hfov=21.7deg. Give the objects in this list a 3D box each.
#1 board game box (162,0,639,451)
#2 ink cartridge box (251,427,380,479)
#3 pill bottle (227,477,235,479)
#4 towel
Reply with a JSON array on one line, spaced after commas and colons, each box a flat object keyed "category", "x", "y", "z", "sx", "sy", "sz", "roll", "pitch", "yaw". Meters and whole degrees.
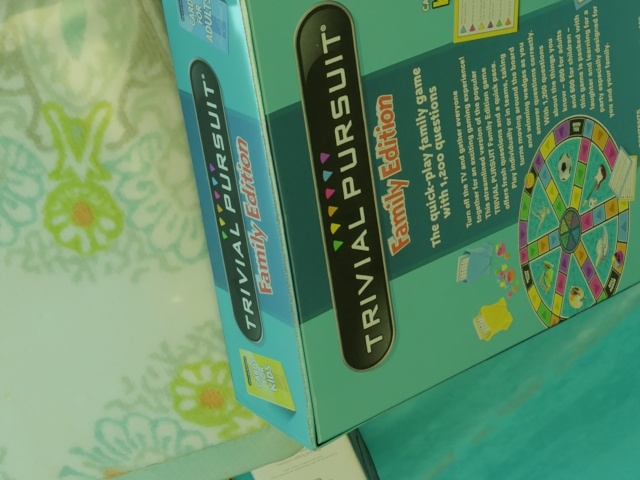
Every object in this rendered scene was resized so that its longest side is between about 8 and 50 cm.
[{"category": "board game box", "x": 0.092, "y": -0.076, "z": 0.883, "sx": 0.336, "sy": 0.079, "sz": 0.253, "roll": -23, "pitch": 119, "yaw": -28}, {"category": "ink cartridge box", "x": -0.003, "y": 0.144, "z": 1.082, "sx": 0.067, "sy": 0.115, "sz": 0.198, "roll": -21, "pitch": 125, "yaw": 2}, {"category": "pill bottle", "x": -0.080, "y": 0.154, "z": 1.114, "sx": 0.043, "sy": 0.043, "sz": 0.083, "roll": -12, "pitch": 124, "yaw": -4}, {"category": "towel", "x": -0.209, "y": 0.028, "z": 0.906, "sx": 0.375, "sy": 0.090, "sz": 0.320, "roll": -19, "pitch": 123, "yaw": 9}]
